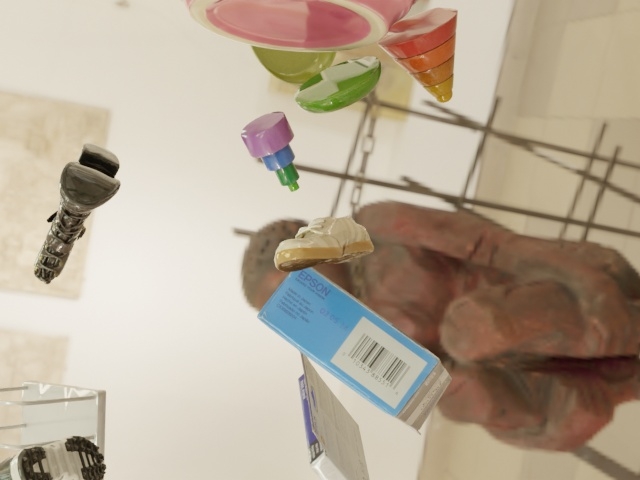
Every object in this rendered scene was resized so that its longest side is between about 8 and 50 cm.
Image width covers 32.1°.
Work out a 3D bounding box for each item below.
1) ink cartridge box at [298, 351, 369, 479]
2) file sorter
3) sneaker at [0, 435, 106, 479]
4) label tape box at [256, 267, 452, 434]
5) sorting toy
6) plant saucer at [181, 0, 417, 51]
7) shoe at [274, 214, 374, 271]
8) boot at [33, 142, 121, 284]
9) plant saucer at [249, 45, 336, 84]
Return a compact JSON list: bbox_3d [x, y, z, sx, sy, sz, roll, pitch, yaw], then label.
[{"bbox_3d":[0.011,0.328,1.892,0.045,0.224,0.223,-27,31,10],"label":"ink cartridge box"},{"bbox_3d":[-0.474,0.376,1.776,0.192,0.173,0.278,1,89,38],"label":"file sorter"},{"bbox_3d":[-0.409,0.340,1.639,0.234,0.106,0.078,16,-126,-69],"label":"sneaker"},{"bbox_3d":[0.065,0.165,1.634,0.106,0.240,0.334,-54,-16,-4],"label":"label tape box"},{"bbox_3d":[0.063,-0.185,1.534,0.127,0.365,0.126,19,140,57],"label":"sorting toy"},{"bbox_3d":[-0.038,-0.310,1.391,0.332,0.332,0.084,160,116,-72],"label":"plant saucer"},{"bbox_3d":[0.000,0.000,1.366,0.219,0.076,0.058,-6,-100,-67],"label":"shoe"},{"bbox_3d":[-0.411,-0.025,1.830,0.229,0.091,0.263,-61,10,17],"label":"boot"},{"bbox_3d":[-0.062,-0.417,2.138,0.037,0.241,0.241,0,79,47],"label":"plant saucer"}]
